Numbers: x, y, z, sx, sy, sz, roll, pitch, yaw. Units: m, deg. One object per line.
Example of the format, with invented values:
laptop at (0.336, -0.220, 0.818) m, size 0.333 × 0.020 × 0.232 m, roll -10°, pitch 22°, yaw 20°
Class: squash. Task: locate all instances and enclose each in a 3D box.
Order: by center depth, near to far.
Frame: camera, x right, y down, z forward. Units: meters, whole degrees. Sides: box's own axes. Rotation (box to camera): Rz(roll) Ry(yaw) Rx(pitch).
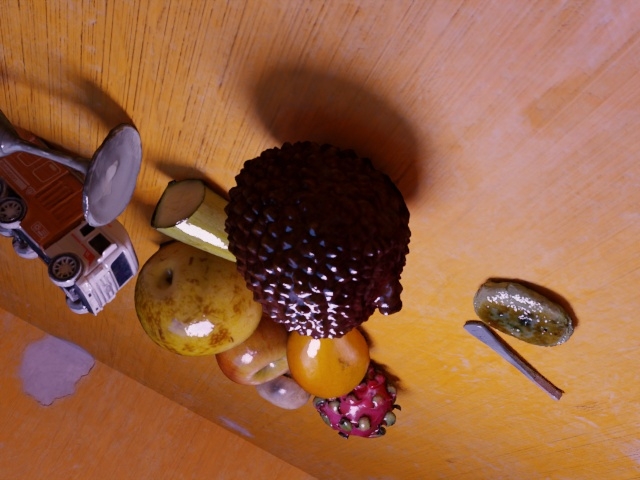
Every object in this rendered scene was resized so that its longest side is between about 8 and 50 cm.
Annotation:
squash at (-0.181, -0.017, 1.819) m, size 0.287 × 0.137 × 0.137 m, roll 29°, pitch 157°, yaw -17°

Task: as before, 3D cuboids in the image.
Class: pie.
pie at (0.359, 0.133, 1.634) m, size 0.187 × 0.041 × 0.187 m, roll 23°, pitch 155°, yaw 12°

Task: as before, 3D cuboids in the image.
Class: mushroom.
mushroom at (-0.099, 0.395, 2.549) m, size 0.166 × 0.127 × 0.166 m, roll 28°, pitch 179°, yaw 0°

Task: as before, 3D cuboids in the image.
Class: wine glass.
wine glass at (-0.564, -0.182, 1.746) m, size 0.406 × 0.267 × 0.267 m, roll 17°, pitch 154°, yaw 11°

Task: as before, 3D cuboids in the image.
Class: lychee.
lychee at (0.000, 0.000, 1.440) m, size 0.330 × 0.306 × 0.306 m, roll 36°, pitch 158°, yaw 13°

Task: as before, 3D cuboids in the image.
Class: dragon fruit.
dragon fruit at (0.081, 0.400, 2.306) m, size 0.273 × 0.218 × 0.198 m, roll -12°, pitch 90°, yaw 62°

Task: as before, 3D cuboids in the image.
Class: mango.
mango at (0.007, 0.248, 2.083) m, size 0.187 × 0.138 × 0.257 m, roll -15°, pitch 137°, yaw 12°

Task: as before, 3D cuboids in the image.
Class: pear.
pear at (-0.257, 0.125, 1.990) m, size 0.281 × 0.280 × 0.280 m, roll 23°, pitch 156°, yaw 11°

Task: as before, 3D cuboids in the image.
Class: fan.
fan at (0.391, 0.244, 1.852) m, size 0.282 × 0.023 × 0.057 m, roll 40°, pitch 152°, yaw -23°

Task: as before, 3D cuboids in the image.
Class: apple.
apple at (-0.153, 0.239, 2.189) m, size 0.173 × 0.210 × 0.235 m, roll 59°, pitch 172°, yaw 24°

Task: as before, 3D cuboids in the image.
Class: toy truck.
toy truck at (-0.550, -0.036, 1.950) m, size 0.387 × 0.207 × 0.173 m, roll 42°, pitch 160°, yaw 18°

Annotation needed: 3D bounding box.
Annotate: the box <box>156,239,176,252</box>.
box at (-0.358, 0.043, 2.181) m, size 0.060 × 0.063 × 0.085 m, roll 39°, pitch 155°, yaw -25°
